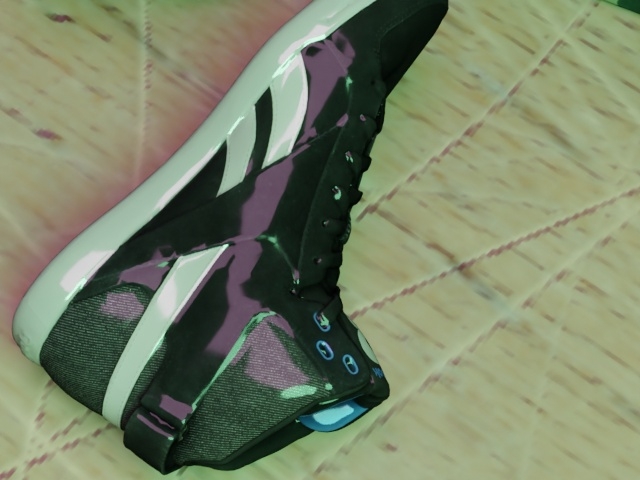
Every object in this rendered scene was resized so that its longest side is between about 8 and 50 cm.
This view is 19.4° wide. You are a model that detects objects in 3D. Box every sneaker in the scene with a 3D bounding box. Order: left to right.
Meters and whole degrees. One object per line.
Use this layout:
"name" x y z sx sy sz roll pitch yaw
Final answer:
"sneaker" 0.000 0.000 0.712 0.121 0.079 0.217 42 81 13

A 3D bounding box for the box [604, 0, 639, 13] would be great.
"box" 0.206 -0.137 0.682 0.322 0.232 0.058 23 67 10
